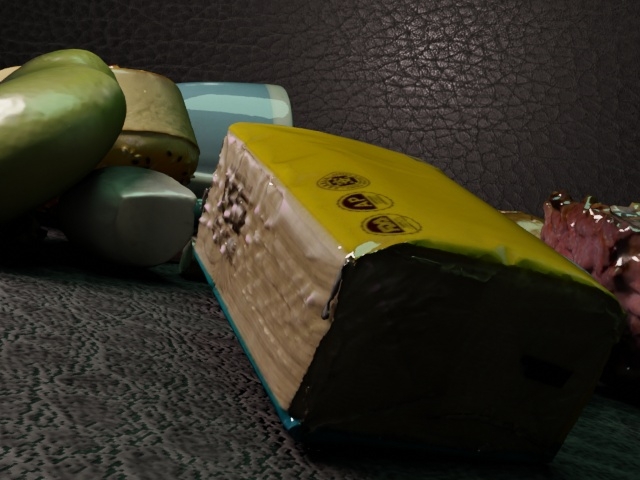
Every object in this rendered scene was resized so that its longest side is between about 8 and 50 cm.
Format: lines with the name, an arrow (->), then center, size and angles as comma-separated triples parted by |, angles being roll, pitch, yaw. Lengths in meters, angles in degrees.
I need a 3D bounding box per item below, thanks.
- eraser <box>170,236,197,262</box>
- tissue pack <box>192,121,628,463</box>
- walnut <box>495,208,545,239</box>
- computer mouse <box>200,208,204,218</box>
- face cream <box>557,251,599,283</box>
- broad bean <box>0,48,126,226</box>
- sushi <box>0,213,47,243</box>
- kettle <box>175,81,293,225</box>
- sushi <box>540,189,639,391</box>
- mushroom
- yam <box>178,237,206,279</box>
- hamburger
eraser -> -0.148, 0.011, 1.013 | 0.122, 0.029, 0.052 | 8, 6, -31
tissue pack -> 0.039, 0.020, 0.569 | 0.192, 0.134, 0.271 | 10, 18, -25
walnut -> 0.336, 0.011, 1.524 | 0.245, 0.137, 0.137 | 13, 6, 17
computer mouse -> -0.003, 0.005, 0.869 | 0.197, 0.095, 0.331 | 38, 20, 8
face cream -> 0.177, 0.064, 0.713 | 0.104, 0.117, 0.117 | 17, 2, -30
broad bean -> -0.300, -0.098, 0.841 | 0.238, 0.119, 0.291 | -9, 27, 34
sushi -> -0.328, -0.013, 0.905 | 0.083, 0.044, 0.046 | 17, -14, 28
kettle -> -0.228, -0.128, 1.402 | 0.342, 0.247, 0.319 | 2, 34, -17
sushi -> 0.332, 0.060, 0.818 | 0.236, 0.171, 0.270 | 11, 8, -12
mushroom -> -0.228, -0.029, 0.923 | 0.118, 0.103, 0.270 | 8, 1, -29
yam -> -0.024, 0.035, 0.948 | 0.263, 0.046, 0.046 | 9, 6, -22
hamburger -> -0.309, -0.121, 1.126 | 0.300, 0.176, 0.300 | -2, -7, 0
